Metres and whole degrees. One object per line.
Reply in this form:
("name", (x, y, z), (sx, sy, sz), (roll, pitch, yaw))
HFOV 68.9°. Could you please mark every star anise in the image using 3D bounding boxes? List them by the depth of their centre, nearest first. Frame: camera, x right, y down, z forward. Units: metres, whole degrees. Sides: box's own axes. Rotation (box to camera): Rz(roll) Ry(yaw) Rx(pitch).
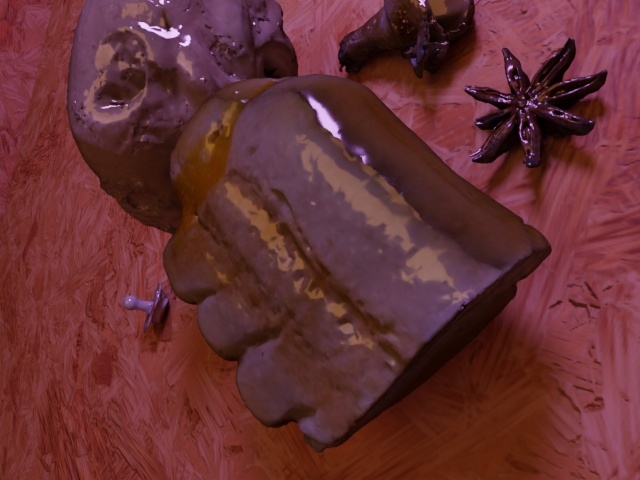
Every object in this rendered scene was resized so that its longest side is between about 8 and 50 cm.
("star anise", (0.208, -0.129, 0.457), (0.141, 0.042, 0.141), (-16, 67, 41))

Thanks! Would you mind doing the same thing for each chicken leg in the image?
("chicken leg", (0.094, -0.268, 0.576), (0.196, 0.081, 0.125), (25, 111, 44))

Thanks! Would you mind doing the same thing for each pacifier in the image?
("pacifier", (-0.336, 0.124, 0.891), (0.081, 0.078, 0.099), (37, 108, 64))

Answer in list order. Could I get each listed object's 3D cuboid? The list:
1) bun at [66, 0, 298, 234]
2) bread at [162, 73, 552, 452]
("bun", (-0.147, -0.183, 0.625), (0.235, 0.326, 0.361), (9, 101, 23))
("bread", (0.000, 0.000, 0.475), (0.341, 0.210, 0.300), (44, 118, 21))
